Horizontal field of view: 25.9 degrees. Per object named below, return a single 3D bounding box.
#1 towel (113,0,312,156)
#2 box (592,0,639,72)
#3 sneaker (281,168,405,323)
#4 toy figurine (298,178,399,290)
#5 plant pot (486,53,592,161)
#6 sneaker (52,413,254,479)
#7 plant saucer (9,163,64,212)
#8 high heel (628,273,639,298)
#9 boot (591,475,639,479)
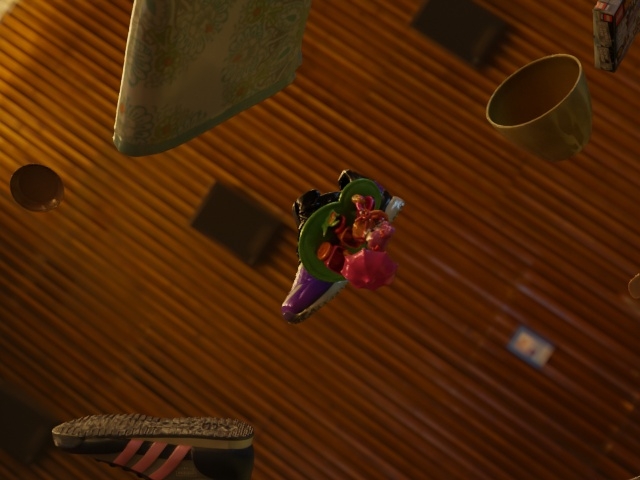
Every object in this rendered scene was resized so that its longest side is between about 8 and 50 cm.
[{"bbox_3d":[-0.148,-0.317,2.066,0.374,0.090,0.321,-34,-30,-40],"label":"towel"},{"bbox_3d":[0.342,-0.267,1.544,0.137,0.027,0.094,-57,-28,-25],"label":"box"},{"bbox_3d":[0.000,0.000,2.246,0.293,0.146,0.102,-51,5,-28],"label":"sneaker"},{"bbox_3d":[0.068,0.006,2.066,0.173,0.130,0.159,-60,30,2],"label":"toy figurine"},{"bbox_3d":[0.291,-0.156,1.765,0.134,0.134,0.095,-50,-59,-21],"label":"plant pot"},{"bbox_3d":[-0.259,0.341,2.136,0.112,0.319,0.131,-44,-45,-73],"label":"sneaker"},{"bbox_3d":[-0.431,-0.083,2.120,0.015,0.083,0.083,-89,23,-61],"label":"plant saucer"},{"bbox_3d":[0.633,0.040,2.316,0.117,0.082,0.244,-6,-24,-38],"label":"high heel"},{"bbox_3d":[0.374,0.321,1.702,0.338,0.222,0.118,29,-122,-70],"label":"boot"}]
